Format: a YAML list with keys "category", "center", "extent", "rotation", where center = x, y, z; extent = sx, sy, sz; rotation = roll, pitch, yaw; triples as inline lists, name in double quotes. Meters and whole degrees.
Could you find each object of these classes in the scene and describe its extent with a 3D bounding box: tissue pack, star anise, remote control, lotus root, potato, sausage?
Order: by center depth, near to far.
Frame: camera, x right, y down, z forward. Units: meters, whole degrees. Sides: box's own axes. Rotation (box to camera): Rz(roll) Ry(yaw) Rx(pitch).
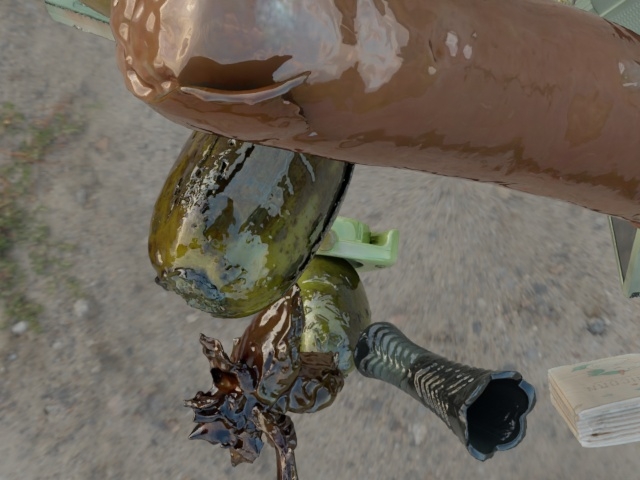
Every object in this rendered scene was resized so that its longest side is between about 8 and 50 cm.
- category: "sausage"
  center: [0.093, -0.061, 0.528]
  extent: [0.094, 0.419, 0.094]
  rotation: [21, 99, 45]
- category: "lotus root"
  center: [-0.070, -0.075, 1.390]
  extent: [0.179, 0.397, 0.196]
  rotation: [-19, 126, 43]
- category: "star anise"
  center: [-0.056, 0.231, 1.510]
  extent: [0.148, 0.237, 0.346]
  rotation: [-11, 82, 51]
- category: "tissue pack"
  center: [0.440, 0.233, 1.755]
  extent: [0.170, 0.325, 0.071]
  rotation: [-10, 93, 4]
- category: "remote control"
  center: [-0.291, -0.368, 1.856]
  extent: [0.344, 0.050, 0.145]
  rotation: [24, 58, 40]
- category: "potato"
  center: [0.016, 0.108, 1.859]
  extent: [0.149, 0.251, 0.113]
  rotation: [38, 126, -24]

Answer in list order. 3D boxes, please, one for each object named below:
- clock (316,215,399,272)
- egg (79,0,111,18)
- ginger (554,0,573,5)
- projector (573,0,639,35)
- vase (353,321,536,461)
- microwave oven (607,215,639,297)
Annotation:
- category: "clock"
  center: [0.000, 0.000, 1.930]
  extent: [0.232, 0.170, 0.069]
  rotation: [12, 79, -26]
- category: "egg"
  center: [-0.040, -0.262, 0.690]
  extent: [0.322, 0.250, 0.250]
  rotation: [-42, 88, -9]
- category: "ginger"
  center: [0.325, -0.320, 1.833]
  extent: [0.081, 0.333, 0.148]
  rotation: [21, 72, -3]
- category: "projector"
  center: [0.318, -0.217, 0.927]
  extent: [0.192, 0.257, 0.099]
  rotation: [-38, 93, -21]
- category: "vase"
  center: [0.140, 0.171, 1.445]
  extent: [0.115, 0.237, 0.115]
  rotation: [-11, 111, -32]
- category: "microwave oven"
  center: [0.385, -0.060, 1.146]
  extent: [0.194, 0.240, 0.145]
  rotation: [-3, 58, 4]
